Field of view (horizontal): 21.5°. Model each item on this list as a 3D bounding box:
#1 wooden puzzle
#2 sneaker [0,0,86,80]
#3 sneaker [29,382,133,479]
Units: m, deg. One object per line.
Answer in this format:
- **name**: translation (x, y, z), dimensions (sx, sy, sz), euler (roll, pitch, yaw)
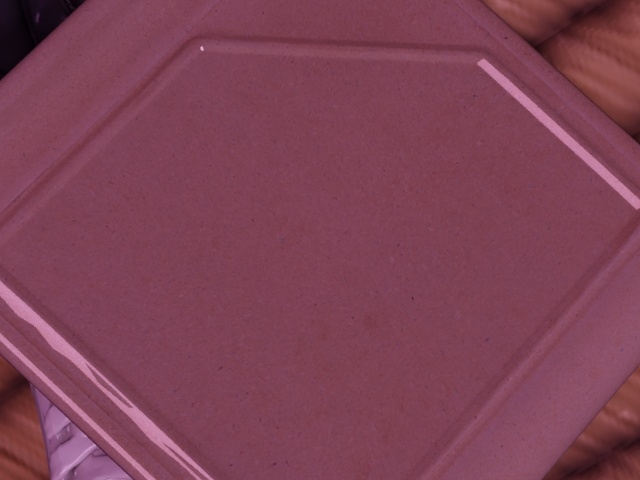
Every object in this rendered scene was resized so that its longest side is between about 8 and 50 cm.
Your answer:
- **wooden puzzle**: translation (0.000, 0.000, 0.616), dimensions (0.239, 0.044, 0.221), euler (44, 74, -2)
- **sneaker**: translation (-0.170, -0.154, 0.629), dimensions (0.153, 0.101, 0.268), euler (-25, 101, 13)
- **sneaker**: translation (-0.068, 0.070, 0.648), dimensions (0.087, 0.092, 0.228), euler (-19, 100, 13)
